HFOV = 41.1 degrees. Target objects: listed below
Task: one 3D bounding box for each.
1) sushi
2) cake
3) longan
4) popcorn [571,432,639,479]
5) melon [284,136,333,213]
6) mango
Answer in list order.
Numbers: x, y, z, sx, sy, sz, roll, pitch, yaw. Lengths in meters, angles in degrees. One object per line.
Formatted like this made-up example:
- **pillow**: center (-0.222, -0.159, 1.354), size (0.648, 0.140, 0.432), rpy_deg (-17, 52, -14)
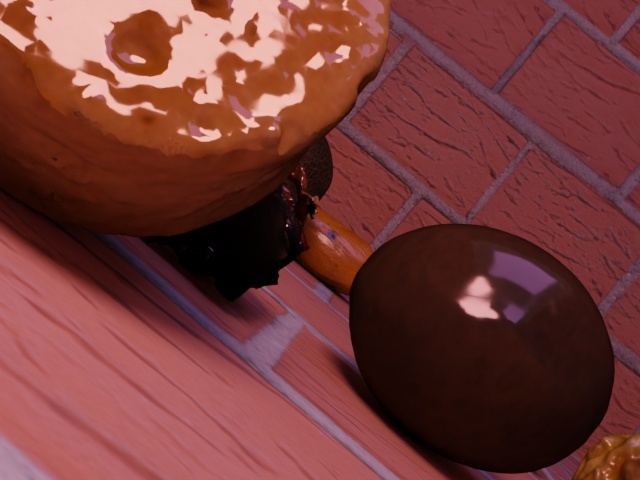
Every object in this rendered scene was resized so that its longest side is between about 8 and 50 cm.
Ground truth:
- **sushi**: center (-0.084, -0.033, 0.836), size (0.172, 0.153, 0.150), rpy_deg (50, 0, 11)
- **cake**: center (-0.150, -0.147, 0.656), size (0.332, 0.332, 0.321), rpy_deg (40, -28, -10)
- **longan**: center (0.167, 0.111, 0.915), size (0.300, 0.243, 0.300), rpy_deg (50, -6, 8)
- **popcorn**: center (0.448, 0.348, 1.097), size (0.249, 0.225, 0.249), rpy_deg (40, 8, -7)
- **melon**: center (-0.123, -0.162, 1.518), size (0.302, 0.237, 0.237), rpy_deg (37, 3, -14)
- **mango**: center (-0.003, 0.006, 1.781), size (0.295, 0.120, 0.177), rpy_deg (39, 10, 13)
